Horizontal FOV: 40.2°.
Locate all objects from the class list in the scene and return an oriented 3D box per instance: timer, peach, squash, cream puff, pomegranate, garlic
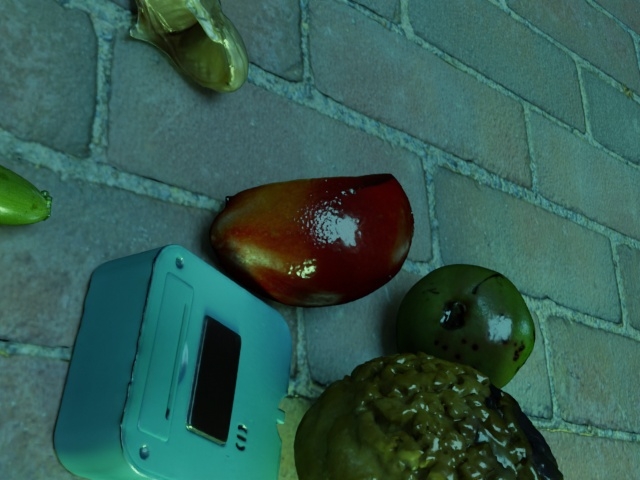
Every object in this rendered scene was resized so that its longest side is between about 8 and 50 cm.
[{"bbox_3d":[-0.133,0.152,0.906,0.250,0.091,0.232,38,48,-44],"label":"timer"},{"bbox_3d":[0.006,-0.002,1.033,0.267,0.154,0.159,-3,77,-47],"label":"peach"},{"bbox_3d":[-0.332,-0.058,0.776,0.201,0.066,0.066,21,59,-39],"label":"squash"},{"bbox_3d":[0.135,0.264,0.932,0.343,0.231,0.327,46,10,-42],"label":"cream puff"},{"bbox_3d":[0.185,0.124,1.174,0.179,0.210,0.179,3,72,-9],"label":"pomegranate"},{"bbox_3d":[-0.149,-0.252,1.036,0.174,0.099,0.124,60,23,-14],"label":"garlic"}]
